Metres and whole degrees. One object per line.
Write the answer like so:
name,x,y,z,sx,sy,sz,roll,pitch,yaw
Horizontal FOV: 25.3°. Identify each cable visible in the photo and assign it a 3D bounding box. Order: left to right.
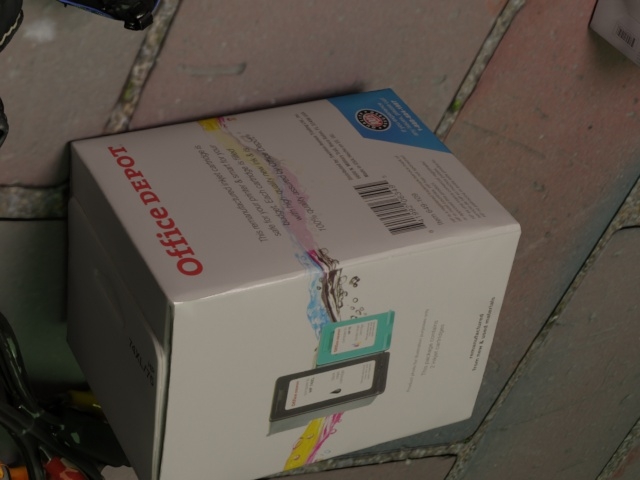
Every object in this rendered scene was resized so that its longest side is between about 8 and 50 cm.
cable,-0.233,0.147,1.139,0.287,0.072,0.139,41,73,-46

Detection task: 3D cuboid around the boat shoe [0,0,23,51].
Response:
boat shoe,-0.293,-0.035,0.823,0.340,0.127,0.113,-38,123,0

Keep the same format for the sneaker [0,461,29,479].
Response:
sneaker,-0.292,0.190,1.127,0.083,0.084,0.215,-43,153,-3

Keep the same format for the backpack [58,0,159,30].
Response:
backpack,-0.142,-0.193,0.851,0.114,0.084,0.105,6,123,-51

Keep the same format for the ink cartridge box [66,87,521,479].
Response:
ink cartridge box,-0.032,0.034,1.062,0.270,0.198,0.197,-12,131,-25

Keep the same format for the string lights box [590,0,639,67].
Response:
string lights box,0.386,-0.207,1.271,0.260,0.133,0.076,-16,137,-30

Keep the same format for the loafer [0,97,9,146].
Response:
loafer,-0.288,-0.019,0.906,0.223,0.078,0.076,-44,144,4
